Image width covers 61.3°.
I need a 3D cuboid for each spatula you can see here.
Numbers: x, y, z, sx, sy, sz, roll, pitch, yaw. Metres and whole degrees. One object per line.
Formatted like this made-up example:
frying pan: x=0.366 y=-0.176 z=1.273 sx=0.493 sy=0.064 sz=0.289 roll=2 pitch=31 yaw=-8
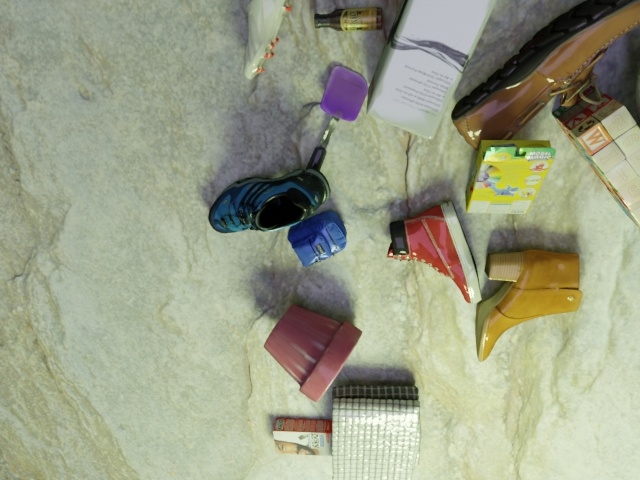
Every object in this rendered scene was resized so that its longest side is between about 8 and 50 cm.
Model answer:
spatula: x=0.011 y=-0.210 z=1.130 sx=0.084 sy=0.030 sz=0.296 roll=20 pitch=118 yaw=-9

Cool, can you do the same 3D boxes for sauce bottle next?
sauce bottle: x=0.052 y=-0.413 z=1.014 sx=0.128 sy=0.042 sz=0.042 roll=-2 pitch=117 yaw=7

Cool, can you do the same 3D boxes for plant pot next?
plant pot: x=-0.027 y=0.253 z=1.296 sx=0.180 sy=0.201 sz=0.201 roll=33 pitch=117 yaw=7

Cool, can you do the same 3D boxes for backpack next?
backpack: x=0.000 y=0.000 z=1.203 sx=0.120 sy=0.101 sz=0.098 roll=-25 pitch=119 yaw=14

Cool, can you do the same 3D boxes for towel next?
towel: x=0.147 y=0.512 z=1.444 sx=0.235 sy=0.121 sz=0.283 roll=-1 pitch=117 yaw=3

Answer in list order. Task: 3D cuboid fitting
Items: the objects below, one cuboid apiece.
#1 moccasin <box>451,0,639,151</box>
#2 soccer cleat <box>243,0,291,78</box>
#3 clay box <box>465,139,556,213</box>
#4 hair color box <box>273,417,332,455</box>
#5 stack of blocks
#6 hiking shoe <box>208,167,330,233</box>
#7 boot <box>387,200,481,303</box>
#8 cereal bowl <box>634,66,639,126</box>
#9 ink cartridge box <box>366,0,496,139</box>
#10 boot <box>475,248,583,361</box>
moccasin: x=0.425 y=-0.295 z=0.980 sx=0.147 sy=0.139 sz=0.380 roll=42 pitch=114 yaw=-16
soccer cleat: x=-0.113 y=-0.406 z=1.026 sx=0.076 sy=0.068 sz=0.196 roll=26 pitch=110 yaw=-2
clay box: x=0.366 y=-0.129 z=1.059 sx=0.128 sy=0.053 sz=0.222 roll=1 pitch=151 yaw=5
hair color box: x=-0.044 y=0.554 z=1.520 sx=0.167 sy=0.053 sz=0.093 roll=0 pitch=118 yaw=8
stack of blocks: x=0.580 y=-0.139 z=1.027 sx=0.087 sy=0.171 sz=0.297 roll=-38 pitch=108 yaw=22
hiking shoe: x=-0.132 y=-0.072 z=1.144 sx=0.304 sy=0.132 sz=0.113 roll=-17 pitch=113 yaw=29
boot: x=0.251 y=0.050 z=1.211 sx=0.176 sy=0.088 sz=0.244 roll=-21 pitch=105 yaw=16
cereal bowl: x=0.699 y=-0.279 z=0.938 sx=0.339 sy=0.141 sz=0.338 roll=-2 pitch=107 yaw=-6
ink cartridge box: x=0.190 y=-0.360 z=0.924 sx=0.129 sy=0.223 sz=0.307 roll=19 pitch=118 yaw=-4
boot: x=0.473 y=0.159 z=1.232 sx=0.211 sy=0.104 sz=0.295 roll=4 pitch=114 yaw=4
